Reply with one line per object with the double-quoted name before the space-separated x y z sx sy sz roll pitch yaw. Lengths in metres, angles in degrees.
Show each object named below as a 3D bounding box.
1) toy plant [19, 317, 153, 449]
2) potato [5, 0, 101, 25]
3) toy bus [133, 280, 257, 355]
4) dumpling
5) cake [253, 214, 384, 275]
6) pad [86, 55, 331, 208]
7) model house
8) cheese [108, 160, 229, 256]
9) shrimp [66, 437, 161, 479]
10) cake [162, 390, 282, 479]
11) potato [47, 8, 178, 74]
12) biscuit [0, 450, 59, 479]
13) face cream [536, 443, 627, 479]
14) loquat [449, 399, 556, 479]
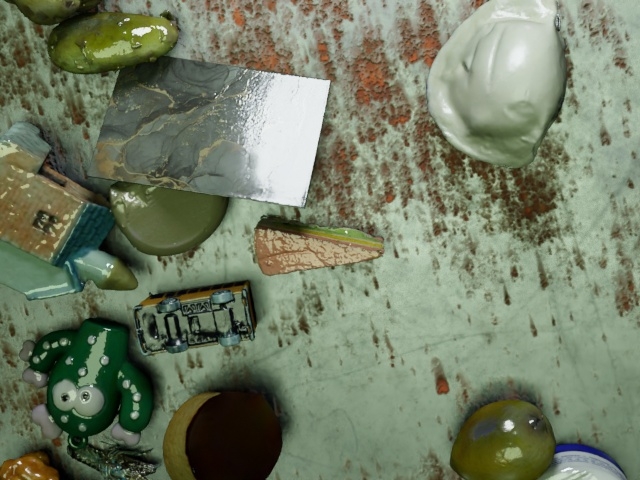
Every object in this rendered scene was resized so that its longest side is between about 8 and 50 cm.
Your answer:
"toy plant" -0.421 0.264 1.800 0.232 0.112 0.243 -9 94 8
"potato" -0.452 -0.440 1.638 0.200 0.154 0.137 36 122 20
"toy bus" -0.217 0.133 1.744 0.201 0.114 0.098 -9 101 4
"dumpling" 0.284 -0.260 1.596 0.227 0.243 0.175 6 143 24
"cake" -0.003 0.021 1.695 0.225 0.109 0.090 9 102 6
"pad" -0.183 -0.189 1.661 0.367 0.007 0.247 9 69 6
"model house" -0.460 -0.009 1.736 0.325 0.194 0.267 31 101 -14
"cheese" -0.245 -0.067 1.700 0.202 0.091 0.175 -29 123 3
"shrimp" -0.387 0.411 1.860 0.174 0.076 0.082 20 63 8
"cake" -0.188 0.357 1.773 0.185 0.178 0.208 42 70 -22
"potato" -0.350 -0.334 1.674 0.225 0.090 0.117 -6 61 5
"biscuit" -0.525 0.577 1.879 0.312 0.110 0.318 33 103 2
"face cream" 0.443 0.469 1.728 0.206 0.111 0.206 1 101 6
"loquat" 0.308 0.353 1.702 0.195 0.152 0.152 -36 95 29
